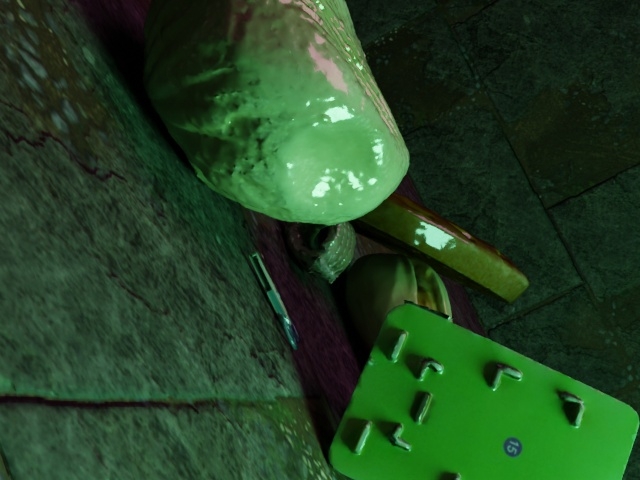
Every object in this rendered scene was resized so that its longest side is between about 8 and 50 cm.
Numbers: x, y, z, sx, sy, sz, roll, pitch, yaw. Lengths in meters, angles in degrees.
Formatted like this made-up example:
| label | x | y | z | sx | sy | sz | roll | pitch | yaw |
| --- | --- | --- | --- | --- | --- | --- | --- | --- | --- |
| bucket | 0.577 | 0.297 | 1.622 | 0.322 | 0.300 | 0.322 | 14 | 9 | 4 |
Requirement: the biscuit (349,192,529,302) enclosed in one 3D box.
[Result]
| label | x | y | z | sx | sy | sz | roll | pitch | yaw |
| --- | --- | --- | --- | --- | --- | --- | --- | --- | --- |
| biscuit | 0.127 | -0.020 | 1.593 | 0.394 | 0.070 | 0.350 | 27 | -2 | -44 |

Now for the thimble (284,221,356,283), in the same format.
| label | x | y | z | sx | sy | sz | roll | pitch | yaw |
| --- | --- | --- | --- | --- | --- | --- | --- | --- | --- |
| thimble | 0.000 | 0.000 | 1.405 | 0.062 | 0.084 | 0.110 | 48 | 31 | -46 |

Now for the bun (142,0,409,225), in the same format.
| label | x | y | z | sx | sy | sz | roll | pitch | yaw |
| --- | --- | --- | --- | --- | --- | --- | --- | --- | --- |
| bun | -0.059 | -0.170 | 1.170 | 0.349 | 0.227 | 0.352 | 57 | 15 | -25 |

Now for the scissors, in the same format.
| label | x | y | z | sx | sy | sz | roll | pitch | yaw |
| --- | --- | --- | --- | --- | --- | --- | --- | --- | --- |
| scissors | -0.051 | 0.068 | 1.195 | 0.058 | 0.014 | 0.119 | -66 | 130 | -81 |

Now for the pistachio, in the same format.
| label | x | y | z | sx | sy | sz | roll | pitch | yaw |
| --- | --- | --- | --- | --- | --- | --- | --- | --- | --- |
| pistachio | 0.113 | 0.116 | 1.521 | 0.157 | 0.157 | 0.229 | 49 | 21 | -49 |

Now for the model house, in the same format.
| label | x | y | z | sx | sy | sz | roll | pitch | yaw |
| --- | --- | --- | --- | --- | --- | --- | --- | --- | --- |
| model house | 0.141 | 0.307 | 1.247 | 0.300 | 0.340 | 0.323 | 24 | -17 | 3 |
